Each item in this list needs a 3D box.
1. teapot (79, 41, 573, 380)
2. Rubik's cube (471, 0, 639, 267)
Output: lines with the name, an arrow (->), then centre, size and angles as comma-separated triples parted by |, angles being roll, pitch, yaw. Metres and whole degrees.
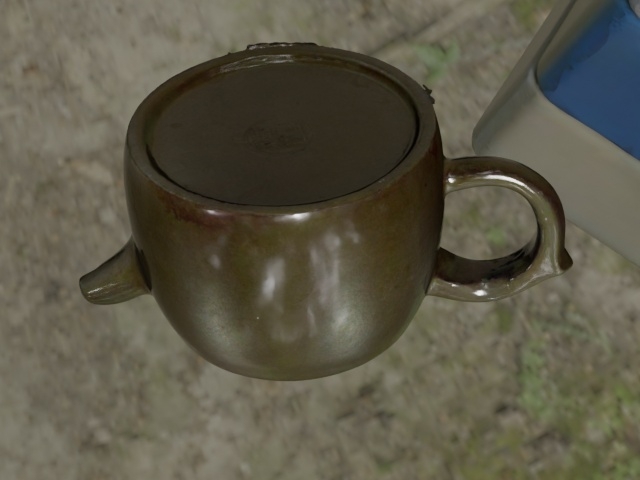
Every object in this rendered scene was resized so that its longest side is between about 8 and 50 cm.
teapot -> 0.000, 0.000, 0.472 | 0.121, 0.076, 0.068 | -1, 126, 4
Rubik's cube -> 0.319, -0.120, 0.814 | 0.346, 0.347, 0.344 | 33, 73, -1
